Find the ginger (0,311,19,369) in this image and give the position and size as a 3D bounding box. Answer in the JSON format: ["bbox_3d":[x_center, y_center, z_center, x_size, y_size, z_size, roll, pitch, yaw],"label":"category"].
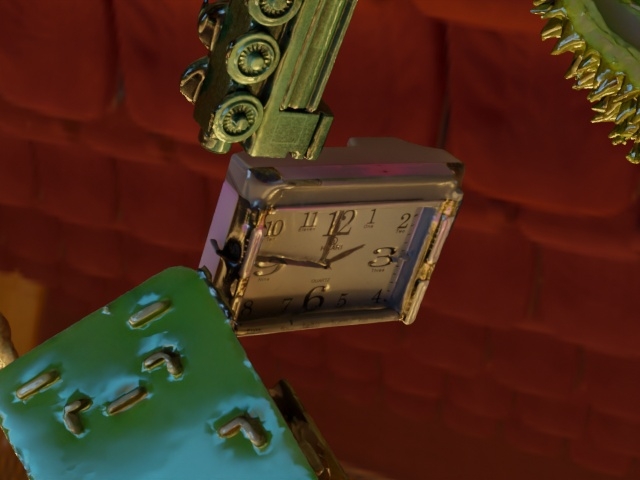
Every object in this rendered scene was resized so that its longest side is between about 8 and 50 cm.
[{"bbox_3d":[-0.330,0.052,1.226,0.176,0.052,0.193,13,143,34],"label":"ginger"}]

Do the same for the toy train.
[{"bbox_3d":[-0.030,-0.135,0.988,0.111,0.170,0.071,0,-146,-36],"label":"toy train"}]

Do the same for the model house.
[{"bbox_3d":[-0.151,0.237,1.266,0.340,0.300,0.323,-31,171,3],"label":"model house"}]

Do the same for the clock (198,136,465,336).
[{"bbox_3d":[0.000,0.000,1.301,0.253,0.186,0.083,-3,-145,-35],"label":"clock"}]

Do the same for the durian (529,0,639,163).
[{"bbox_3d":[0.223,-0.204,0.902,0.170,0.355,0.157,3,169,30],"label":"durian"}]
